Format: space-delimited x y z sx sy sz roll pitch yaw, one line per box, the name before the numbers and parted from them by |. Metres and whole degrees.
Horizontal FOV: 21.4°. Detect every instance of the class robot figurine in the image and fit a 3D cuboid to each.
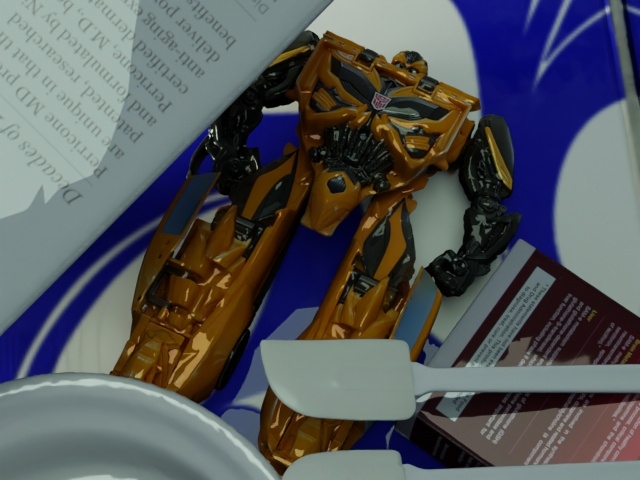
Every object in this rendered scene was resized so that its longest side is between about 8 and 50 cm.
robot figurine | 0.000 0.000 1.030 0.211 0.085 0.291 25 72 6

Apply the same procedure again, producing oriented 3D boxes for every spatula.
spatula | 0.089 0.134 0.916 0.242 0.019 0.168 2 63 -17

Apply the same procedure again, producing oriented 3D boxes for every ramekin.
ramekin | -0.132 0.223 0.931 0.277 0.135 0.277 0 71 0

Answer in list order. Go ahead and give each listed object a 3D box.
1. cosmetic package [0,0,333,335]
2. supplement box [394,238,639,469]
cosmetic package | -0.187 -0.052 0.921 0.161 0.230 0.453 46 81 -8
supplement box | 0.177 0.122 0.999 0.239 0.073 0.130 35 74 11
